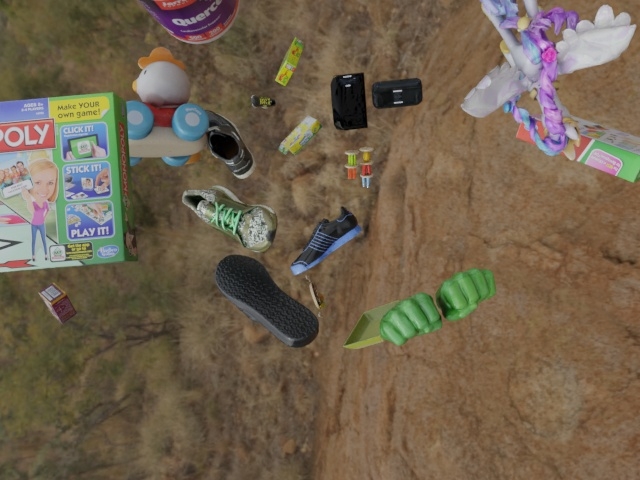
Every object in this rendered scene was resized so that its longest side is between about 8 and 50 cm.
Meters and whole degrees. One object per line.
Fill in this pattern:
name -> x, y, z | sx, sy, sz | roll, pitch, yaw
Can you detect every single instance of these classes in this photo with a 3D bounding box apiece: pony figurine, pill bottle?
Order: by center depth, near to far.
pill bottle -> -0.264, -0.494, 0.949 | 0.323, 0.181, 0.182 | -30, -53, -86
pony figurine -> 0.434, -0.364, 1.052 | 0.302, 0.351, 0.364 | -20, 71, 25

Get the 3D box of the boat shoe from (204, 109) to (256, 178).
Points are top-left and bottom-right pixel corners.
boat shoe -> -0.238, -0.246, 1.252 | 0.084, 0.079, 0.233 | -44, 60, 7

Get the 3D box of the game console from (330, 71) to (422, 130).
game console -> 0.223, -0.554, 2.060 | 0.044, 0.361, 0.213 | -98, 2, -70

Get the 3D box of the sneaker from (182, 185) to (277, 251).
sneaker -> -0.304, -0.072, 1.674 | 0.410, 0.182, 0.158 | 24, 102, 40

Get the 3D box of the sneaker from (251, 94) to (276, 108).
sneaker -> -0.140, -0.344, 1.292 | 0.035, 0.083, 0.031 | -2, 100, 27

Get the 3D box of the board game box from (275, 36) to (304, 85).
board game box -> -0.111, -0.659, 1.930 | 0.092, 0.043, 0.181 | -49, 22, 44

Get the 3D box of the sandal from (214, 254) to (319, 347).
sandal -> -0.188, 0.201, 1.658 | 0.445, 0.167, 0.107 | 39, 141, 33

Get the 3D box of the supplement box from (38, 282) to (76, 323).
supplement box -> -0.636, 0.152, 1.271 | 0.055, 0.043, 0.083 | 29, 142, 26

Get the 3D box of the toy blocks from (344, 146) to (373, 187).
toy blocks -> 0.145, -0.264, 1.949 | 0.054, 0.123, 0.148 | 27, 127, 49

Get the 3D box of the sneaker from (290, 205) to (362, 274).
sneaker -> 0.000, 0.000, 1.452 | 0.090, 0.232, 0.081 | 54, -179, -4

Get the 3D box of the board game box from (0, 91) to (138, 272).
board game box -> -0.403, -0.065, 0.667 | 0.046, 0.317, 0.214 | 46, -142, -88

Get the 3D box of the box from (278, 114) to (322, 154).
box -> -0.082, -0.401, 2.040 | 0.179, 0.043, 0.105 | -44, 32, 0

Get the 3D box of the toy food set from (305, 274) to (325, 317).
toy food set -> -0.012, 0.235, 2.256 | 0.132, 0.038, 0.192 | 53, -163, -80

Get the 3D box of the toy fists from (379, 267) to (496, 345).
toy fists -> 0.257, 0.146, 1.154 | 0.142, 0.279, 0.096 | 86, 159, -70

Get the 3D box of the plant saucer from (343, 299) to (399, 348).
plant saucer -> 0.191, 0.306, 1.839 | 0.045, 0.188, 0.188 | 50, 136, -11

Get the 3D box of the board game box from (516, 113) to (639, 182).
board game box -> 0.717, -0.254, 1.372 | 0.316, 0.242, 0.064 | 36, 126, 39

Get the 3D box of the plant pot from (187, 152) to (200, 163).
plant pot -> -0.551, -0.401, 2.056 | 0.205, 0.205, 0.188 | 25, 126, 51

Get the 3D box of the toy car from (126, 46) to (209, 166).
toy car -> -0.361, -0.305, 1.142 | 0.219, 0.210, 0.238 | 157, 108, -64
